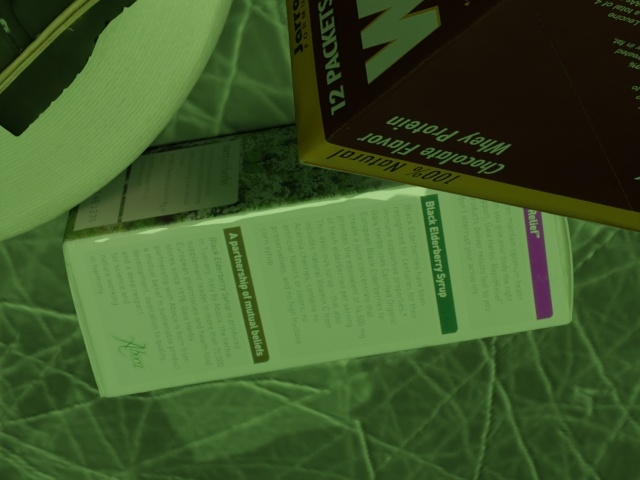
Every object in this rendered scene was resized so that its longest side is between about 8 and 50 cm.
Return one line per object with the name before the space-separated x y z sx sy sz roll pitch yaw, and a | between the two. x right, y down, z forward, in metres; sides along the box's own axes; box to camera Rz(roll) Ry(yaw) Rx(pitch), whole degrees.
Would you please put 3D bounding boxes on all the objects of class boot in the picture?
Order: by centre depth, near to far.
boot | -0.120 -0.150 0.646 0.137 0.077 0.198 38 110 -15

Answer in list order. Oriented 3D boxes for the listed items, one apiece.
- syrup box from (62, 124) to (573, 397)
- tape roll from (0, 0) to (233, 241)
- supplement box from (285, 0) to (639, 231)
syrup box | 0.000 0.000 0.797 0.237 0.093 0.096 -9 119 3
tape roll | -0.220 -0.170 0.711 0.392 0.072 0.392 0 119 -1
supplement box | 0.115 -0.110 0.646 0.191 0.129 0.194 10 152 -31
